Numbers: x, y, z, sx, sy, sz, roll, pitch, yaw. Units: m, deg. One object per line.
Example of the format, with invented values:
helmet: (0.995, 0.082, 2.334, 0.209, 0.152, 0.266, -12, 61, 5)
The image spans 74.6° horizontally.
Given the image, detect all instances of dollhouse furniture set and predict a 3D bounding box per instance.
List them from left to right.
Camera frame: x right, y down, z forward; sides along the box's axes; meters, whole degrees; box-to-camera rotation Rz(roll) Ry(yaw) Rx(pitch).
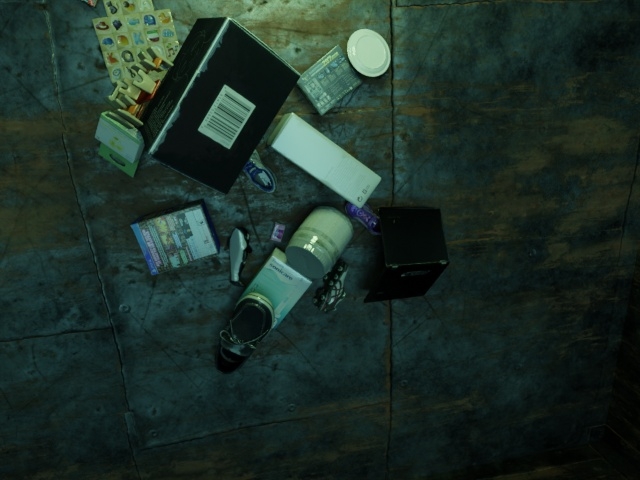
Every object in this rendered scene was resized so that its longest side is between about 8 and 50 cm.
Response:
dollhouse furniture set: (-0.647, -0.517, 1.503, 0.135, 0.259, 0.261, 33, 70, -43)

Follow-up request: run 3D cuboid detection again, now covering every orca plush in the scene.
orca plush: (-0.339, 0.070, 1.886, 0.102, 0.151, 0.286, -13, 108, -40)

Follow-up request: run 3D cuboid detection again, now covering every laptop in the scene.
laptop: (0.395, 0.070, 2.015, 0.383, 0.236, 0.407, -1, 135, -29)

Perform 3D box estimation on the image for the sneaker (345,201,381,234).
sneaker: (0.219, -0.103, 1.943, 0.236, 0.104, 0.095, 38, 97, -18)

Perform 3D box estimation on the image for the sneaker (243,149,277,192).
sneaker: (-0.288, -0.319, 1.765, 0.296, 0.131, 0.112, 42, 96, -18)

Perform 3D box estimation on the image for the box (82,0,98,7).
box: (-0.845, -0.937, 1.526, 0.094, 0.027, 0.136, 23, 100, -17)

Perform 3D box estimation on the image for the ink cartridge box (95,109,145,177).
ink cartridge box: (-0.780, -0.358, 1.620, 0.171, 0.056, 0.235, 36, 128, -8)

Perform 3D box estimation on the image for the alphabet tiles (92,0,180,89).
alphabet tiles: (-0.694, -0.749, 1.621, 0.286, 0.011, 0.341, -13, 108, -7)

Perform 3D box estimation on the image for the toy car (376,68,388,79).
toy car: (0.222, -0.734, 1.791, 0.122, 0.040, 0.060, 15, 124, -17)

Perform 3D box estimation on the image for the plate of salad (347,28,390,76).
plate of salad: (0.198, -0.775, 1.746, 0.200, 0.048, 0.199, 1, 88, -21)

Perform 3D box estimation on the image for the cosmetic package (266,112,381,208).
cosmetic package: (0.009, -0.336, 1.768, 0.454, 0.230, 0.161, 32, 97, -19)

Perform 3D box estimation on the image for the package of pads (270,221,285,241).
package of pads: (-0.194, -0.038, 1.917, 0.050, 0.032, 0.083, 15, 103, -14)

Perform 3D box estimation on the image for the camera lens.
camera lens: (0.000, 0.000, 1.823, 0.219, 0.220, 0.274, 49, 54, -19)

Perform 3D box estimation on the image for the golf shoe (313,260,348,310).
golf shoe: (0.071, 0.219, 2.023, 0.120, 0.105, 0.272, 19, 108, -32)

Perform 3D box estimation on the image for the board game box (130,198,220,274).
board game box: (-0.603, -0.019, 1.783, 0.292, 0.141, 0.231, -17, 109, -6)

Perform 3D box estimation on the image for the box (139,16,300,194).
box: (-0.385, -0.488, 1.483, 0.298, 0.472, 0.479, 28, 101, -37)

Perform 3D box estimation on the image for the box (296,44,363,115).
box: (0.033, -0.668, 1.763, 0.233, 0.059, 0.183, -40, 110, 3)

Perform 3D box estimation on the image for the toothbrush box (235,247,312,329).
toothbrush box: (-0.206, 0.217, 1.908, 0.217, 0.126, 0.295, 35, 105, -9)

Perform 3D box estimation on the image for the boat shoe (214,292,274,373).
boat shoe: (-0.344, 0.425, 1.860, 0.187, 0.156, 0.500, 30, 124, -4)
